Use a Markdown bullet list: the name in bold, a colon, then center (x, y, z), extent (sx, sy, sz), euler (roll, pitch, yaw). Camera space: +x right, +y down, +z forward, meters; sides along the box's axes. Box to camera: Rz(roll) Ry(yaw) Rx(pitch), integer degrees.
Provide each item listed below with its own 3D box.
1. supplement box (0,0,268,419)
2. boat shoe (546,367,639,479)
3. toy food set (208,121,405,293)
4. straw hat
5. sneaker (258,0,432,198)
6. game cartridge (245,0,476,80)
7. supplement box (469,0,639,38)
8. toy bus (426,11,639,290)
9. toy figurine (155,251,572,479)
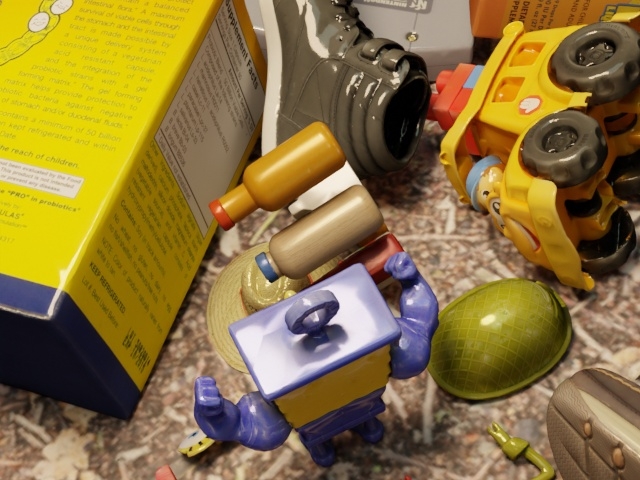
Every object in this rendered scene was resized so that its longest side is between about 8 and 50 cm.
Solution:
- **supplement box**: center (-0.202, -0.063, 1.002), extent (0.195, 0.194, 0.356), euler (13, 62, 18)
- **boat shoe**: center (0.313, 0.201, 0.785), extent (0.355, 0.132, 0.130), euler (39, 58, 23)
- **toy food set**: center (0.000, 0.000, 0.939), extent (0.104, 0.232, 0.111), euler (-32, 75, 2)
- **straw hat**: center (-0.039, 0.039, 1.000), extent (0.144, 0.061, 0.144), euler (-6, 53, 7)
- **sneaker**: center (0.027, -0.186, 1.040), extent (0.147, 0.104, 0.296), euler (-1, 89, 30)
- **game cartridge**: center (0.016, -0.253, 1.191), extent (0.297, 0.062, 0.198), euler (10, 59, 6)
- **supplement box**: center (0.263, -0.235, 1.112), extent (0.233, 0.078, 0.080), euler (3, 54, -2)
- **toy bus**: center (0.177, -0.086, 1.013), extent (0.211, 0.149, 0.220), euler (10, 57, 33)
- **toy figurine**: center (0.041, 0.103, 0.838), extent (0.362, 0.217, 0.191), euler (-24, 53, -7)
